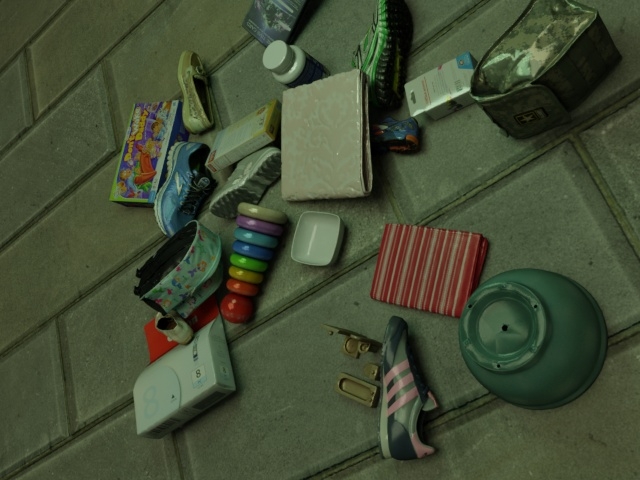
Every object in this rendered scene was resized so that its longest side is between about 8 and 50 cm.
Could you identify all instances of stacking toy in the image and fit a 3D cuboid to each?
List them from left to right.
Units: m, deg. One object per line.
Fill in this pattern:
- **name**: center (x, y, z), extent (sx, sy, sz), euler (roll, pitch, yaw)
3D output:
- **stacking toy**: center (-0.194, 0.069, 1.946), extent (0.141, 0.141, 0.330), euler (15, 92, 39)

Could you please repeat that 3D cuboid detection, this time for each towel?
- **towel**: center (0.010, -0.264, 1.858), extent (0.332, 0.053, 0.317), euler (0, 90, 51)
- **towel**: center (0.250, 0.066, 1.668), extent (0.275, 0.031, 0.199), euler (9, 83, 40)

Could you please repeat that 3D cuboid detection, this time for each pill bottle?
- **pill bottle**: center (-0.070, -0.477, 1.973), extent (0.112, 0.186, 0.112), euler (-12, 70, 33)

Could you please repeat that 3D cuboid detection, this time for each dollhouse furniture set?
- **dollhouse furniture set**: center (0.066, 0.295, 1.672), extent (0.144, 0.123, 0.151), euler (15, 85, 39)

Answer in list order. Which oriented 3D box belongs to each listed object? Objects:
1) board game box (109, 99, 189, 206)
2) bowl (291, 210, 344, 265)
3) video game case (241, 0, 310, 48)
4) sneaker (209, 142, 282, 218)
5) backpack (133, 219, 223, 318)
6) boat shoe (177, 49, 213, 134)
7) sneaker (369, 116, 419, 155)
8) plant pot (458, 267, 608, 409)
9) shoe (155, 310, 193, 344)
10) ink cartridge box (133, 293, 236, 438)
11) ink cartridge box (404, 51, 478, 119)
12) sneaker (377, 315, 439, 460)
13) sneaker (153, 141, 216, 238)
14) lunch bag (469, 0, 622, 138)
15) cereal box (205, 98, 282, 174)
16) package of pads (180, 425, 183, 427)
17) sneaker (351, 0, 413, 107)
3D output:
- **board game box**: center (-0.558, -0.282, 2.346), extent (0.233, 0.078, 0.347), euler (4, 79, 37)
- **bowl**: center (0.000, 0.000, 1.859), extent (0.142, 0.053, 0.142), euler (8, 80, 38)
- **video game case**: center (-0.121, -0.714, 2.118), extent (0.196, 0.026, 0.274), euler (46, 123, 26)
- **sneaker**: center (-0.213, -0.175, 2.060), extent (0.281, 0.105, 0.115), euler (-40, 41, 12)
- **backpack**: center (-0.382, 0.077, 2.007), extent (0.253, 0.191, 0.225), euler (-49, 24, 17)
- **boat shoe**: center (-0.391, -0.483, 2.278), extent (0.089, 0.104, 0.285), euler (-14, 78, 28)
- **sneaker**: center (0.162, -0.272, 1.818), extent (0.221, 0.083, 0.087), euler (7, 64, 35)
- **plant pot**: center (0.397, 0.184, 1.415), extent (0.293, 0.196, 0.293), euler (-11, 70, 33)
- **shoe**: center (-0.430, 0.235, 2.033), extent (0.076, 0.058, 0.219), euler (-56, 33, -10)
- **ink cartridge box**: center (-0.409, 0.322, 2.018), extent (0.308, 0.091, 0.385), euler (-36, 52, 22)
- **ink cartridge box**: center (0.305, -0.370, 1.741), extent (0.181, 0.061, 0.104), euler (-21, 64, 30)
- **sneaker**: center (0.203, 0.328, 1.589), extent (0.131, 0.112, 0.319), euler (-2, 77, 19)
- **sneaker**: center (-0.407, -0.155, 2.162), extent (0.147, 0.130, 0.330), euler (-4, 73, 38)
- **lunch bag**: center (0.467, -0.354, 1.504), extent (0.287, 0.235, 0.169), euler (-49, 56, 14)
- **cereal box**: center (-0.222, -0.306, 2.080), extent (0.240, 0.047, 0.173), euler (-24, 35, 30)
- **package of pads**: center (-0.404, 0.487, 2.020), extent (0.050, 0.032, 0.083), euler (9, 81, 40)
- **sneaker**: center (0.145, -0.516, 1.861), extent (0.146, 0.134, 0.343), euler (2, 78, 38)
